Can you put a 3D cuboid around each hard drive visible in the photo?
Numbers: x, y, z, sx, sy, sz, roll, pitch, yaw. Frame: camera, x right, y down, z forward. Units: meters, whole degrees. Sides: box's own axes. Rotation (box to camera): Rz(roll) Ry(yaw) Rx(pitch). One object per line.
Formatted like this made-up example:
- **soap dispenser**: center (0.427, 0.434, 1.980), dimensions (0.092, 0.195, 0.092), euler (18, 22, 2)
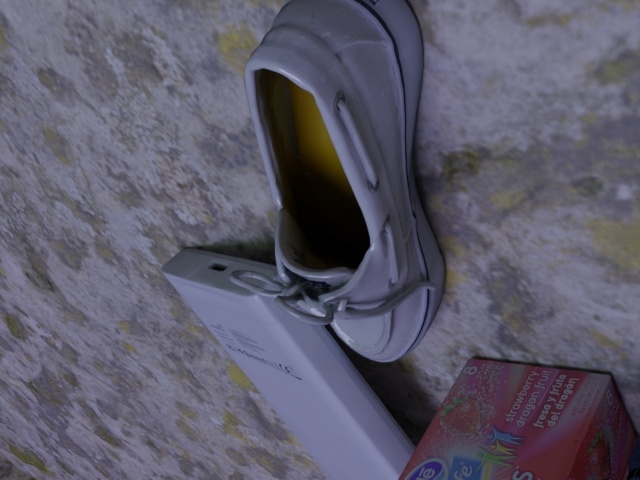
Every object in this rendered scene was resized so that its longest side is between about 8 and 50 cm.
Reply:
- **hard drive**: center (-0.010, 0.160, 0.876), dimensions (0.353, 0.047, 0.233), euler (55, 157, -23)

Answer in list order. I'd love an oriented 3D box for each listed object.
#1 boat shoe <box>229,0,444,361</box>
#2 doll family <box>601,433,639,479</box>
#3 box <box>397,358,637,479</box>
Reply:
- **boat shoe**: center (0.007, 0.002, 0.608), dimensions (0.135, 0.156, 0.367), euler (22, 143, 24)
- **doll family**: center (0.249, 0.149, 0.545), dimensions (0.118, 0.163, 0.263), euler (38, 147, 0)
- **box**: center (0.138, 0.256, 0.655), dimensions (0.142, 0.300, 0.154), euler (0, 132, 43)
